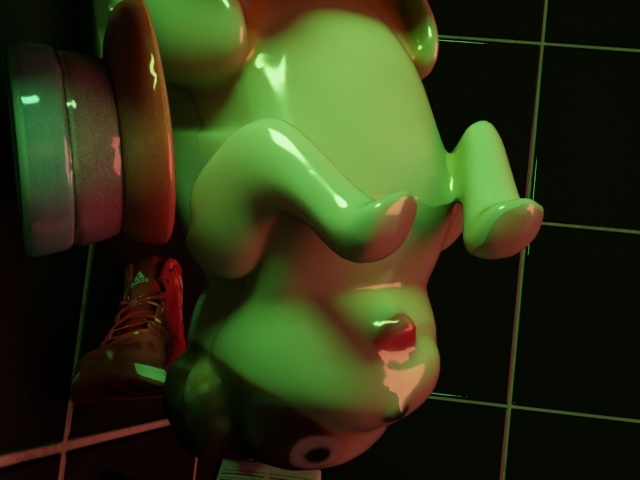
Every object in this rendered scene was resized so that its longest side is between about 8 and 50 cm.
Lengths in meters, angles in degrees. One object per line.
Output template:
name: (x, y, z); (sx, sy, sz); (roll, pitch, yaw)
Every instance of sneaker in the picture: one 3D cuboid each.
sneaker: (-0.167, 0.073, 0.893); (0.221, 0.087, 0.128); (89, -5, -80)

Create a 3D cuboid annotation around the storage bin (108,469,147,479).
storage bin: (-0.162, 0.286, 0.988); (0.135, 0.098, 0.091); (78, 29, -67)

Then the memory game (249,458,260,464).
memory game: (-0.101, 0.229, 1.479); (0.186, 0.012, 0.186); (-14, 90, -79)

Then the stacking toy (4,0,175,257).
stacking toy: (-0.176, -0.159, 0.644); (0.279, 0.130, 0.309); (-120, -151, -54)

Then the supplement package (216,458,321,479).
supplement package: (-0.087, 0.450, 1.438); (0.203, 0.149, 0.194); (-72, 166, -60)

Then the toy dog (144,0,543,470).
toy dog: (-0.030, -0.025, 0.809); (0.284, 0.395, 0.408); (-5, 86, -50)
